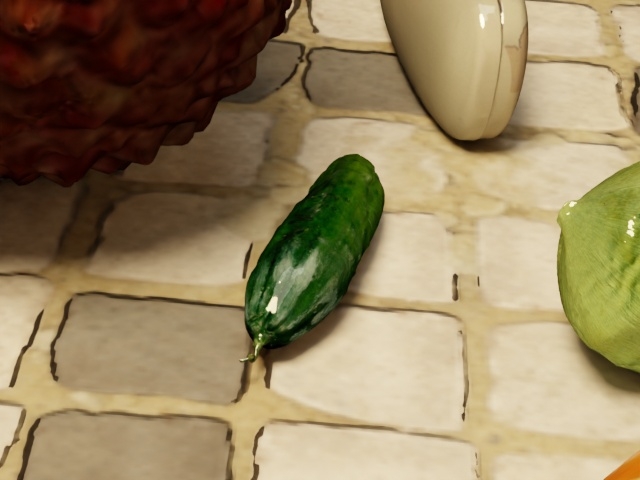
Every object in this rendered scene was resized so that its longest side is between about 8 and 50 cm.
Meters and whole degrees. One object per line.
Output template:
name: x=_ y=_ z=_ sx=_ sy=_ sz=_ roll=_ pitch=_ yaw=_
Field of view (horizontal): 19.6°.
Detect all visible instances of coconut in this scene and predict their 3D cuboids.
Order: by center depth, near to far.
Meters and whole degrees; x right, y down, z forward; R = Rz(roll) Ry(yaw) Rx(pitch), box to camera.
coconut: x=0.131 y=0.010 z=0.722 sx=0.096 sy=0.088 sz=0.088 roll=29 pitch=27 yaw=-16

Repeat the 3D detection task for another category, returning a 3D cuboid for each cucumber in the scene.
cucumber: x=0.000 y=0.000 z=0.766 sx=0.039 sy=0.039 sz=0.168 roll=11 pitch=30 yaw=12

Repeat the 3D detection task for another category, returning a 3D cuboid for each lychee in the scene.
lychee: x=-0.150 y=-0.165 z=0.775 sx=0.330 sy=0.306 sz=0.306 roll=-16 pitch=29 yaw=10

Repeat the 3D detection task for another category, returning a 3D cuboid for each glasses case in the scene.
glasses case: x=0.064 y=-0.122 z=0.935 sx=0.051 sy=0.081 sz=0.204 roll=0 pitch=33 yaw=-11

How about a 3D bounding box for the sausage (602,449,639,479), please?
sausage: x=0.135 y=0.134 z=0.379 sx=0.233 sy=0.233 sz=0.287 roll=29 pitch=38 yaw=34
